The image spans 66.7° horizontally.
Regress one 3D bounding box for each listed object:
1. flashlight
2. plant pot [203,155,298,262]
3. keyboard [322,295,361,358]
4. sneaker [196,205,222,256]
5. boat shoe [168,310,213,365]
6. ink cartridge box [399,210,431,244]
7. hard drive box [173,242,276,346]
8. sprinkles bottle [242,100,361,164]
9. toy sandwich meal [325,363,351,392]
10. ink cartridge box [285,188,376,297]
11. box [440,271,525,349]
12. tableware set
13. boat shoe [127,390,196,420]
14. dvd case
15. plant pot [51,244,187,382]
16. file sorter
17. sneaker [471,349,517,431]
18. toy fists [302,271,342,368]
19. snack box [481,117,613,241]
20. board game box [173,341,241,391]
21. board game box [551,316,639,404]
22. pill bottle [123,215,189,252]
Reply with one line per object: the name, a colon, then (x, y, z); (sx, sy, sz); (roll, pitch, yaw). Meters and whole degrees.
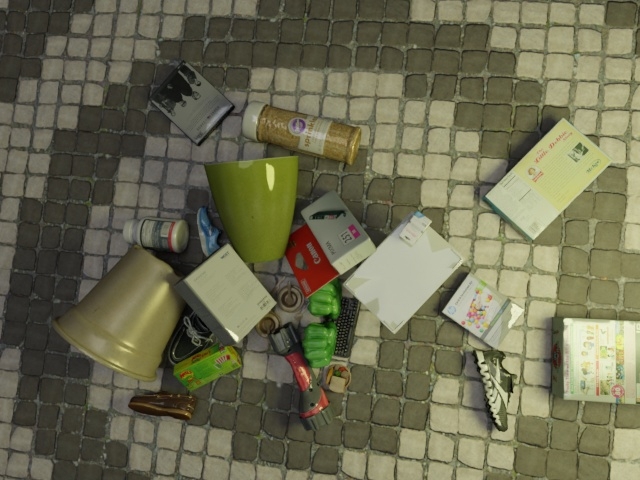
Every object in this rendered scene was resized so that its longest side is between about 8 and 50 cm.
flashlight: (-0.063, 0.399, 1.425); (0.103, 0.103, 0.304); (-26, 90, -8)
plant pot: (-0.186, -0.091, 1.439); (0.275, 0.275, 0.293); (-5, 99, 7)
keyboard: (0.054, 0.259, 1.477); (0.108, 0.023, 0.180); (12, 86, 9)
sneaker: (-0.351, -0.032, 1.546); (0.073, 0.063, 0.162); (-12, 88, -11)
boat shoe: (-0.366, 0.266, 1.490); (0.306, 0.105, 0.113); (-44, 81, 2)
ink cartridge box: (0.252, -0.031, 1.300); (0.048, 0.028, 0.083); (39, 90, 11)
hard drive box: (-0.270, 0.155, 1.395); (0.232, 0.089, 0.181); (53, 52, -10)
sprinkles bottle: (-0.057, -0.331, 1.493); (0.355, 0.121, 0.121); (16, 87, 8)
toy sandwich meal: (0.052, 0.415, 1.460); (0.085, 0.029, 0.085); (-1, 85, 7)
ink cartridge box: (0.000, 0.000, 1.410); (0.239, 0.060, 0.275); (-34, 42, 3)
box: (0.472, 0.204, 1.419); (0.186, 0.038, 0.145); (36, 90, 10)
tableware set: (-0.128, 0.221, 1.496); (0.128, 0.039, 0.194); (40, 91, 9)
boat shoe: (-0.488, 0.506, 1.510); (0.207, 0.073, 0.073); (7, 49, 5)
dvd case: (-0.424, -0.452, 1.598); (0.239, 0.029, 0.179); (44, 92, 8)
plant pot: (-0.541, 0.194, 1.434); (0.334, 0.334, 0.305); (32, 79, 9)
file sorter: (0.234, 0.093, 1.391); (0.193, 0.173, 0.277); (43, 91, 10)
sneaker: (0.511, 0.419, 1.375); (0.106, 0.078, 0.234); (-14, 81, 9)
toy fists: (0.009, 0.229, 1.406); (0.096, 0.142, 0.279); (7, 86, 18)
snack box: (0.655, -0.176, 1.415); (0.322, 0.060, 0.187); (-45, 82, 2)
board game box: (-0.344, 0.382, 1.486); (0.181, 0.043, 0.092); (-28, 121, 4)
board game box: (0.808, 0.328, 1.335); (0.303, 0.097, 0.224); (3, 85, 6)
pill bottle: (-0.519, -0.021, 1.534); (0.180, 0.108, 0.108); (6, 86, 9)
